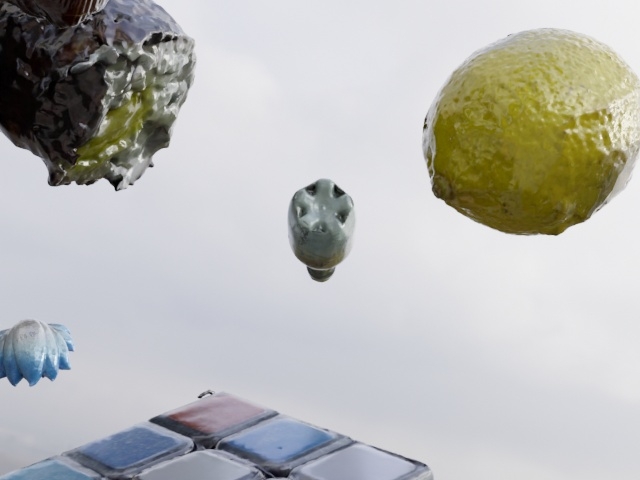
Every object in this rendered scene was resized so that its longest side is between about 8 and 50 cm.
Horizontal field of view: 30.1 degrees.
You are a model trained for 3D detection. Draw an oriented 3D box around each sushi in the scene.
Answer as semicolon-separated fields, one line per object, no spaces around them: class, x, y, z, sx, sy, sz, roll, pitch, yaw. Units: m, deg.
sushi;-0.354;-0.253;1.688;0.294;0.299;0.281;40;35;17

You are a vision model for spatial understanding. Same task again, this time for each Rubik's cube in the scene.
Rubik's cube;-0.112;0.389;1.197;0.362;0.358;0.363;-13;14;-38

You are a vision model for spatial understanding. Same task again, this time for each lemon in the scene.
lemon;0.272;-0.138;1.527;0.322;0.268;0.268;-33;21;-36

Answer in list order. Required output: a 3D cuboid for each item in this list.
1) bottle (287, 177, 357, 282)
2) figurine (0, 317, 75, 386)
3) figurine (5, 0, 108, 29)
bottle;0.000;0.000;1.474;0.083;0.083;0.269;13;-17;2
figurine;-0.366;0.147;1.507;0.114;0.114;0.079;14;-47;-1
figurine;-0.331;-0.312;1.126;0.315;0.168;0.187;38;16;7
